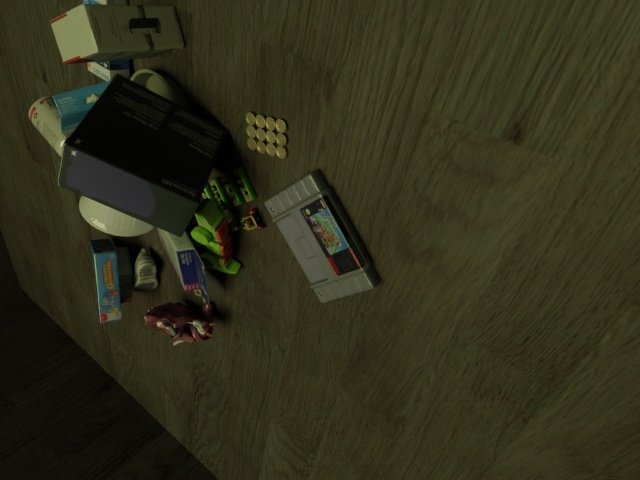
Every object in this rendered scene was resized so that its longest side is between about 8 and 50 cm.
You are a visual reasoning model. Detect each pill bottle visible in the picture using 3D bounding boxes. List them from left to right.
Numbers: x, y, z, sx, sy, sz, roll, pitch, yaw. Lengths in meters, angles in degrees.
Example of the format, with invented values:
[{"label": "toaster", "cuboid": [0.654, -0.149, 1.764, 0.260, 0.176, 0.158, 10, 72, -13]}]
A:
[{"label": "pill bottle", "cuboid": [-1.006, -0.425, 1.749, 0.283, 0.160, 0.160, 48, 135, 7]}]

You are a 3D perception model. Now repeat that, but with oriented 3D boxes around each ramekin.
[{"label": "ramekin", "cuboid": [-0.715, -0.158, 1.593, 0.277, 0.277, 0.135, 42, 126, 12]}]

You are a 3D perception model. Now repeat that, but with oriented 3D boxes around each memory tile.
[{"label": "memory tile", "cuboid": [-0.150, -0.294, 1.223, 0.147, 0.012, 0.113, 21, 126, 29]}]

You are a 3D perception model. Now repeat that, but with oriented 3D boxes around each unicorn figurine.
[{"label": "unicorn figurine", "cuboid": [-0.410, -0.014, 1.567, 0.111, 0.060, 0.162, 8, 120, 37]}]

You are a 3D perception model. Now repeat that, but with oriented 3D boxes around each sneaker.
[{"label": "sneaker", "cuboid": [-0.781, 0.138, 1.960, 0.281, 0.105, 0.115, -52, 48, 46]}]

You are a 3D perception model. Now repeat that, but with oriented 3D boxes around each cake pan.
[{"label": "cake pan", "cuboid": [-0.518, -0.408, 1.430, 0.293, 0.054, 0.294, 20, 126, 30]}]

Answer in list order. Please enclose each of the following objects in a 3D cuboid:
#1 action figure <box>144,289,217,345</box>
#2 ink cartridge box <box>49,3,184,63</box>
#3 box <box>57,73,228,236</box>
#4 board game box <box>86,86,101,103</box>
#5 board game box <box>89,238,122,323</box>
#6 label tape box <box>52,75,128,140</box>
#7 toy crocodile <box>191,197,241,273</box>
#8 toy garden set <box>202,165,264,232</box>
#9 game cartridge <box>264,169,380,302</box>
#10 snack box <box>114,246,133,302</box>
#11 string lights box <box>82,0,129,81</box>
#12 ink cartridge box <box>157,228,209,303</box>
[{"label": "action figure", "cuboid": [-0.542, 0.356, 1.761, 0.369, 0.248, 0.276, 7, 119, 40]}, {"label": "ink cartridge box", "cuboid": [-0.553, -0.571, 1.213, 0.196, 0.272, 0.114, 6, 115, 37]}, {"label": "box", "cuboid": [-0.479, -0.235, 1.224, 0.343, 0.313, 0.179, 25, 138, -19]}, {"label": "board game box", "cuboid": [-0.855, -0.494, 1.678, 0.103, 0.026, 0.154, 42, 134, 13]}, {"label": "board game box", "cuboid": [-0.963, 0.170, 1.955, 0.301, 0.086, 0.309, 20, 112, 57]}, {"label": "label tape box", "cuboid": [-0.666, -0.325, 1.386, 0.106, 0.240, 0.334, -144, 35, -67]}, {"label": "toy crocodile", "cuboid": [-0.338, -0.001, 1.434, 0.105, 0.115, 0.341, 19, 142, 14]}, {"label": "toy garden set", "cuboid": [-0.297, -0.109, 1.425, 0.244, 0.049, 0.204, -13, 105, 43]}, {"label": "game cartridge", "cuboid": [0.000, 0.000, 1.240, 0.230, 0.068, 0.355, -23, 99, 49]}, {"label": "snack box", "cuboid": [-0.920, 0.162, 2.037, 0.175, 0.070, 0.207, 60, 142, 36]}, {"label": "string lights box", "cuboid": [-0.682, -0.656, 1.396, 0.133, 0.076, 0.260, 32, 127, 24]}, {"label": "ink cartridge box", "cuboid": [-0.498, 0.044, 1.549, 0.330, 0.071, 0.324, 57, 156, 21]}]
